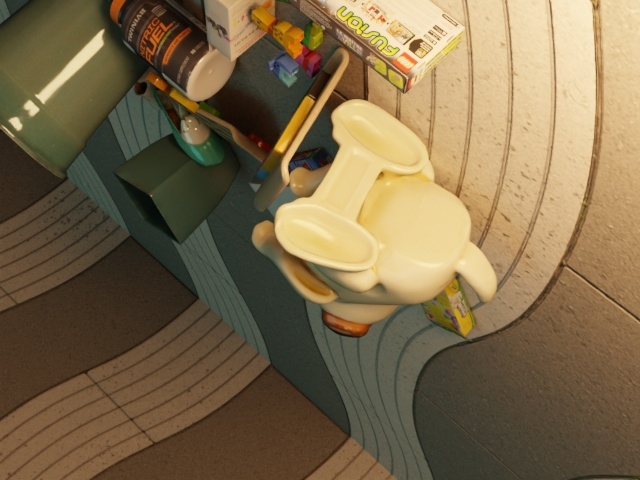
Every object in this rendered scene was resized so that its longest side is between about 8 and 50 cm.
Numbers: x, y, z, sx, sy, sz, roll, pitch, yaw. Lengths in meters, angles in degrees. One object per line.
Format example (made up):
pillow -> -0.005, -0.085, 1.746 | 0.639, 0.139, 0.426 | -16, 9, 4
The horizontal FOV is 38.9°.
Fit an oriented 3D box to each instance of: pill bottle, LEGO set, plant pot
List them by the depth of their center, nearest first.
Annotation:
LEGO set -> -0.053, -0.324, 1.400 | 0.093, 0.087, 0.227 | 42, 160, 10
pill bottle -> -0.286, -0.382, 1.711 | 0.245, 0.130, 0.130 | 40, 160, 17
plant pot -> -0.546, -0.365, 1.905 | 0.341, 0.334, 0.341 | 45, 177, 3
plant pot -> -0.314, -0.148, 2.081 | 0.165, 0.234, 0.166 | 28, 154, 40

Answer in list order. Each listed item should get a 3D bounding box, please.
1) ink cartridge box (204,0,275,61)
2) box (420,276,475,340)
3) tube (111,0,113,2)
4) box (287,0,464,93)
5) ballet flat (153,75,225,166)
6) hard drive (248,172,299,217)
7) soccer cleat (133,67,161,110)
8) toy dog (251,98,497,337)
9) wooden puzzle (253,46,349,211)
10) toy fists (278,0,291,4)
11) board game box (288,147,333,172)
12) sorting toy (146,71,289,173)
ink cartridge box -> -0.127, -0.362, 1.452 | 0.061, 0.104, 0.181 | 42, 162, 13
box -> 0.234, 0.113, 1.743 | 0.105, 0.043, 0.179 | 26, 150, 46
tube -> -0.443, -0.532, 1.882 | 0.207, 0.052, 0.080 | 38, 153, 39
box -> 0.069, -0.291, 1.164 | 0.207, 0.114, 0.036 | 42, 161, 15
ballet flat -> -0.296, -0.267, 1.982 | 0.247, 0.083, 0.087 | 54, 170, 19
hard drive -> 0.000, 0.000, 2.003 | 0.353, 0.047, 0.233 | 54, 160, -22
soccer cleat -> -0.398, -0.351, 2.093 | 0.068, 0.076, 0.196 | 43, 161, 9
toy dog -> 0.088, 0.005, 1.547 | 0.395, 0.285, 0.408 | 20, 158, -3
wooden puzzle -> -0.041, -0.177, 1.456 | 0.044, 0.239, 0.221 | 27, 163, -9
toy fists -> -0.118, -0.445, 1.288 | 0.279, 0.096, 0.142 | 33, 167, 31
board game box -> 0.023, -0.089, 1.790 | 0.201, 0.035, 0.136 | 52, 160, -17
sorting toy -> -0.204, -0.242, 1.832 | 0.229, 0.041, 0.307 | 36, 180, 36
